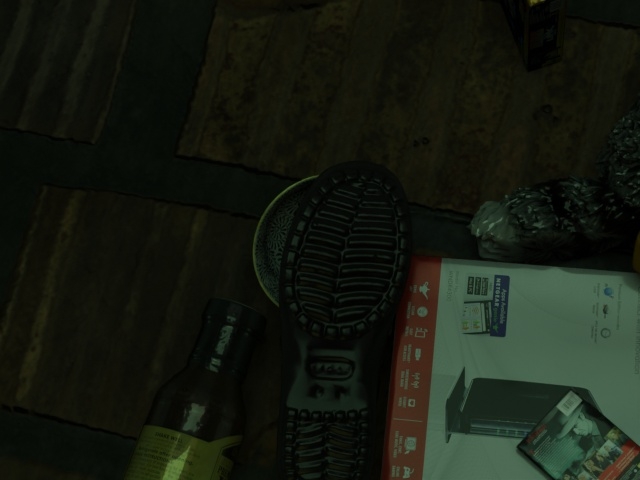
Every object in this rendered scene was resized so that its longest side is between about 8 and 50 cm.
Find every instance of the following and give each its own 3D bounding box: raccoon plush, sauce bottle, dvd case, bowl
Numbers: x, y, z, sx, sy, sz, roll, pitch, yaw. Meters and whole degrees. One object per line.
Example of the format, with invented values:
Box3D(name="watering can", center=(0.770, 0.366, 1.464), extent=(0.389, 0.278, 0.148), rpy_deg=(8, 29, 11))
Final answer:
Box3D(name="raccoon plush", center=(0.369, -0.166, 1.736), extent=(0.447, 0.216, 0.299), rpy_deg=(-7, 62, 3))
Box3D(name="sauce bottle", center=(-0.145, 0.229, 1.677), extent=(0.111, 0.111, 0.344), rpy_deg=(17, 74, 10))
Box3D(name="dvd case", center=(0.274, 0.221, 1.608), extent=(0.119, 0.013, 0.087), rpy_deg=(41, 78, 15))
Box3D(name="bowl", center=(0.000, 0.000, 1.748), extent=(0.170, 0.080, 0.170), rpy_deg=(-3, 105, -14))

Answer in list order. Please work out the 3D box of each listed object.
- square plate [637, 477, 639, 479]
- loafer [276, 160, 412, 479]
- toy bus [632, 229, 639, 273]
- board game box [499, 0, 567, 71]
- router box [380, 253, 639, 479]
Box3D(name="square plate", center=(0.332, 0.430, 1.544), extent=(0.344, 0.049, 0.347), rpy_deg=(-37, 90, 0))
Box3D(name="loafer", center=(0.009, 0.096, 1.674), extent=(0.134, 0.130, 0.365), rpy_deg=(11, 86, -4))
Box3D(name="toy bus", center=(0.476, 0.059, 1.578), extent=(0.333, 0.108, 0.130), rpy_deg=(19, 56, 18))
Box3D(name="board game box", center=(0.236, -0.295, 1.799), extent=(0.048, 0.170, 0.141), rpy_deg=(-19, 69, -1))
Box3D(name="router box", center=(0.222, 0.192, 1.674), extent=(0.301, 0.082, 0.335), rpy_deg=(4, 71, 6))
